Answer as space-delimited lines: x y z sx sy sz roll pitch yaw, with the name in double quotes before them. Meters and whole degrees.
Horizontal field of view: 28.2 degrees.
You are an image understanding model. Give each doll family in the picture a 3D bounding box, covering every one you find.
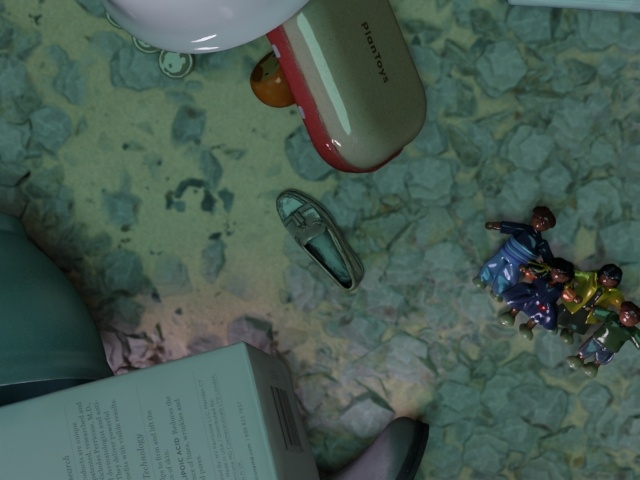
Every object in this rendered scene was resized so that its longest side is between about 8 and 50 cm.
"doll family" 0.244 0.046 1.278 0.193 0.076 0.111 29 125 -7

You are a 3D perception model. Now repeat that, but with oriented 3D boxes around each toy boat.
"toy boat" -0.008 -0.172 1.234 0.151 0.151 0.231 -14 104 39

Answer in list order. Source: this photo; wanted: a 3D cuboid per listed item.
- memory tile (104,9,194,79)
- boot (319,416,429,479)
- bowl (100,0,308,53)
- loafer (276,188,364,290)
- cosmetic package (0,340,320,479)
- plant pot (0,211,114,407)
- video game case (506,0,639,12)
"memory tile" -0.136 -0.246 1.278 0.113 0.012 0.148 42 104 -5
"boot" -0.055 0.278 1.356 0.223 0.118 0.338 37 101 2
"bowl" -0.120 -0.327 1.125 0.298 0.134 0.298 -6 76 24
"loafer" 0.000 0.000 1.312 0.045 0.039 0.125 -38 98 14
"cosmetic package" -0.215 0.225 1.233 0.385 0.217 0.156 -17 77 7
"plant pot" -0.366 0.087 1.271 0.293 0.293 0.196 -17 76 10
"video game case" 0.318 -0.335 1.180 0.269 0.061 0.244 5 105 5
